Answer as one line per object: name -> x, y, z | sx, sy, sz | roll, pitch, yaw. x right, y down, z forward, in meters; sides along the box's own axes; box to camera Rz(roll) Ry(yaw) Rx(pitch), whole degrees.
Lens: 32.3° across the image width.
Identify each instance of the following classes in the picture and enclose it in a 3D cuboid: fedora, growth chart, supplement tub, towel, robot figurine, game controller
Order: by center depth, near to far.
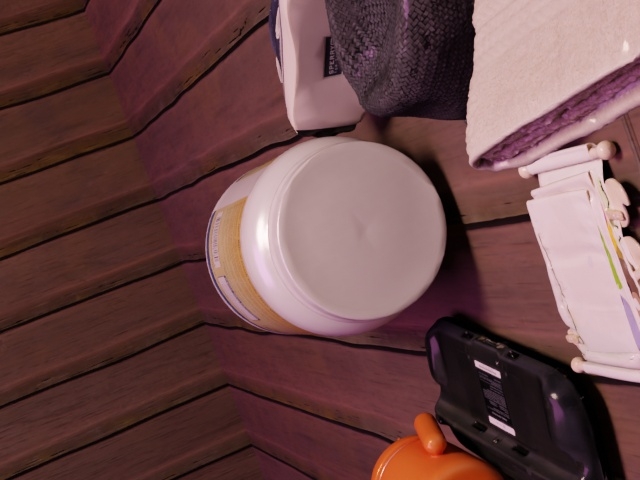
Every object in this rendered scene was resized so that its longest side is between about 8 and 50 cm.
towel -> 0.172, -0.166, 0.654 | 0.282, 0.049, 0.187 | 149, 131, -63
fedora -> 0.095, -0.204, 0.931 | 0.334, 0.152, 0.334 | 55, 158, 36
growth chart -> 0.243, 0.025, 0.981 | 0.172, 0.021, 0.237 | 12, 122, 68
game controller -> 0.209, 0.185, 1.217 | 0.319, 0.067, 0.166 | -160, 60, -66
robot figurine -> 0.138, 0.298, 1.291 | 0.158, 0.128, 0.219 | 48, 167, -18
supplement tub -> 0.000, 0.000, 1.318 | 0.228, 0.228, 0.316 | 69, 163, -3

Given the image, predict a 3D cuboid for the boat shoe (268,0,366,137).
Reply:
boat shoe -> -0.003, -0.277, 1.187 | 0.340, 0.127, 0.158 | 102, 155, -50
